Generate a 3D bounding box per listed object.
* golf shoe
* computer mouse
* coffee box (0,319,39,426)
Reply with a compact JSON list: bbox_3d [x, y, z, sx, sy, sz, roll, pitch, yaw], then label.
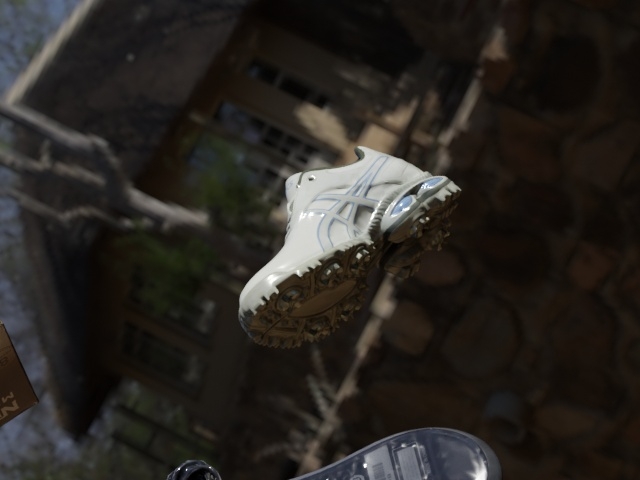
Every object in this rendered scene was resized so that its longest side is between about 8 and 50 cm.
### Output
[{"bbox_3d":[0.000,0.000,0.960,0.176,0.086,0.069,-31,-32,-42],"label":"golf shoe"},{"bbox_3d":[0.013,0.223,1.236,0.188,0.272,0.072,-96,-16,-48],"label":"computer mouse"},{"bbox_3d":[-0.417,0.149,1.460,0.297,0.119,0.168,-33,-27,-16],"label":"coffee box"}]
